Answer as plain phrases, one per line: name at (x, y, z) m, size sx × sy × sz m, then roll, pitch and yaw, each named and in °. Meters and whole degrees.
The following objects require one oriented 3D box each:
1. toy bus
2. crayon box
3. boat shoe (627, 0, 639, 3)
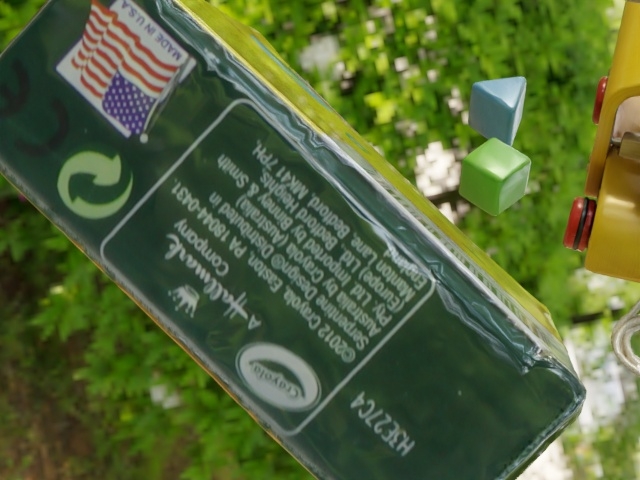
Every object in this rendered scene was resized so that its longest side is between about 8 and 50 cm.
toy bus at (0.184, -0.058, 0.784) m, size 0.202 × 0.191 × 0.104 m, roll 50°, pitch -27°, yaw 37°
crayon box at (0.000, 0.000, 0.613) m, size 0.202 × 0.081 × 0.318 m, roll 44°, pitch 6°, yaw 4°
boat shoe at (0.133, -0.086, 0.428) m, size 0.170 × 0.059 × 0.063 m, roll 21°, pitch -84°, yaw 63°
